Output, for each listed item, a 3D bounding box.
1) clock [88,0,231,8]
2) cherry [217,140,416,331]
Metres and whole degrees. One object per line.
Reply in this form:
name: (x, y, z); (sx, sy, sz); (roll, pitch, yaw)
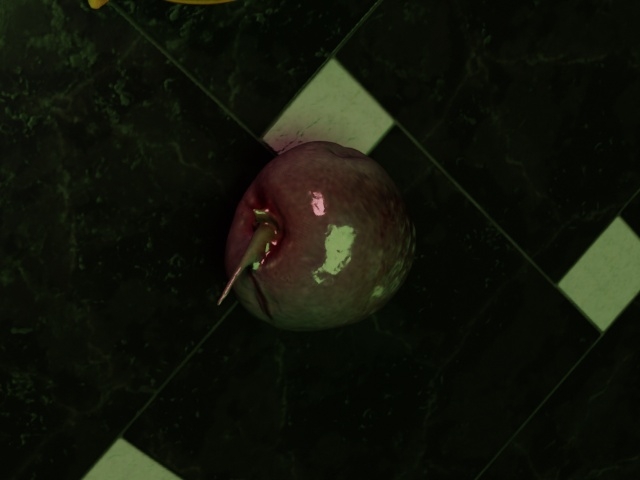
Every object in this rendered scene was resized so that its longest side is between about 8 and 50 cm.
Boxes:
clock: (-0.122, -0.360, 1.428); (0.293, 0.071, 0.277); (-6, 129, 4)
cherry: (0.000, 0.000, 1.640); (0.266, 0.183, 0.213); (8, 121, -52)
